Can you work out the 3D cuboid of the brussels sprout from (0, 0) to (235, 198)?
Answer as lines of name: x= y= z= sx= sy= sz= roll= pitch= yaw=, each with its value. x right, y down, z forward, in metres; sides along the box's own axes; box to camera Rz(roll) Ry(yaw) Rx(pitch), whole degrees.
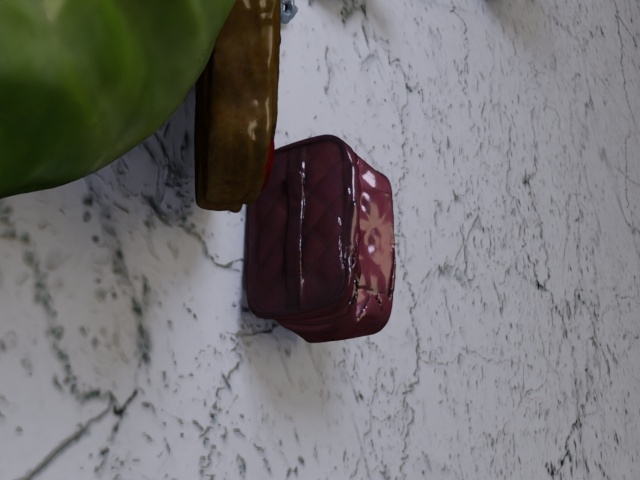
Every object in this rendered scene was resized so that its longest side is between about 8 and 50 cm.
brussels sprout: x=-0.263 y=-0.197 z=0.464 sx=0.425 sy=0.342 sz=0.361 roll=51 pitch=46 yaw=-29

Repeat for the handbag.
handbag: x=0.000 y=0.000 z=0.931 sx=0.135 sy=0.146 sz=0.225 roll=33 pitch=53 yaw=-51

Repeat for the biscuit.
biscuit: x=-0.080 y=-0.193 z=0.755 sx=0.074 sy=0.359 sz=0.381 roll=-2 pitch=58 yaw=-11

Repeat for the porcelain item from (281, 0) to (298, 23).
porcelain item: x=-0.055 y=-0.321 z=1.061 sx=0.036 sy=0.028 sz=0.083 roll=-25 pitch=101 yaw=-37
